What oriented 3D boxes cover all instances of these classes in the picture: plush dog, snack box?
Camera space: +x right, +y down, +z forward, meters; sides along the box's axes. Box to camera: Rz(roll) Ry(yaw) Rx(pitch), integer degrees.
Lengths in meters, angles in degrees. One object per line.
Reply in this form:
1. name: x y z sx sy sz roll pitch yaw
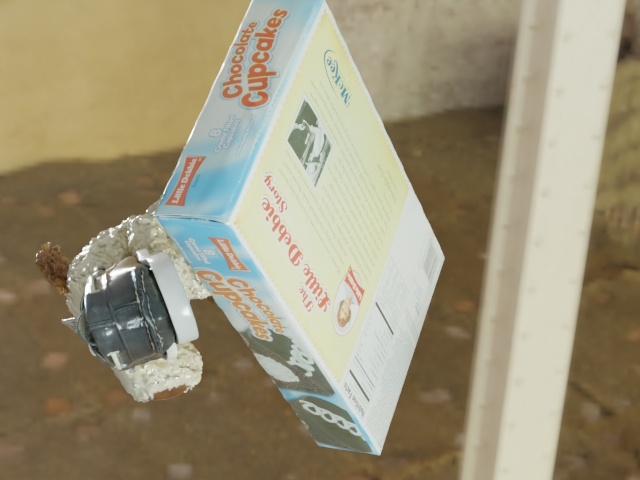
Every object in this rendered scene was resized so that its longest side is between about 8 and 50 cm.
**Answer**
1. plush dog: -0.180 0.025 1.691 0.225 0.262 0.211 -38 -117 -24
2. snack box: 0.000 0.000 1.058 0.060 0.322 0.187 6 -122 26

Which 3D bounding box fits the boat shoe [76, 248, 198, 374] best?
1. boat shoe: -0.182 0.067 1.354 0.091 0.114 0.302 -19 174 -13
